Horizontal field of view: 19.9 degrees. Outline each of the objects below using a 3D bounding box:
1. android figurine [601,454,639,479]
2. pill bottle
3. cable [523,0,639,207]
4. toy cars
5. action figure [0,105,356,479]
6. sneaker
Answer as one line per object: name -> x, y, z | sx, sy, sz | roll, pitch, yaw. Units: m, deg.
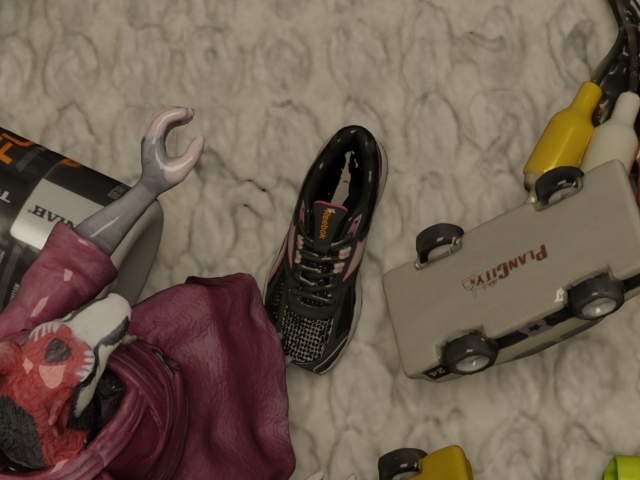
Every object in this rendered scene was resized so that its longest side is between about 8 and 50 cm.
android figurine -> 0.244, 0.267, 1.197 | 0.273, 0.056, 0.248 | 3, 78, 3
pill bottle -> -0.240, -0.018, 1.227 | 0.245, 0.130, 0.130 | 25, 80, 6
cable -> 0.227, -0.127, 1.269 | 0.139, 0.072, 0.287 | 12, 80, 2
toy cars -> 0.089, 0.119, 1.194 | 0.176, 0.087, 0.394 | 29, 89, 41
action figure -> -0.133, 0.094, 1.062 | 0.275, 0.370, 0.248 | -22, 75, 11
sneaker -> 0.000, 0.000, 1.245 | 0.072, 0.077, 0.178 | 9, 79, 4
